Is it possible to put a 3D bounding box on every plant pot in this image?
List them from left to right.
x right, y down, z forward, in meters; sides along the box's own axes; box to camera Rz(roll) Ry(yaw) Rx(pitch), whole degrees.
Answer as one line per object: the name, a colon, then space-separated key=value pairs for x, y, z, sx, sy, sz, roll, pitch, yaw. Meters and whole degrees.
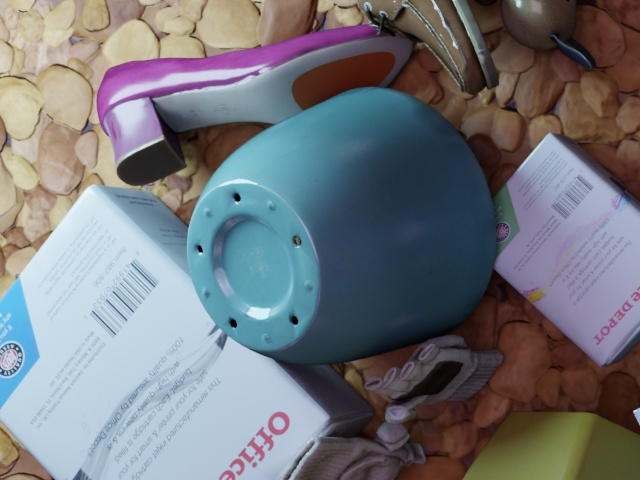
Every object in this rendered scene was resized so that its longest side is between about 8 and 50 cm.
plant pot: x=0.000 y=0.000 z=1.879 sx=0.293 sy=0.235 sz=0.293 roll=14 pitch=112 yaw=37
plant pot: x=0.264 y=0.287 z=1.825 sx=0.212 sy=0.212 sz=0.187 roll=-8 pitch=60 yaw=59

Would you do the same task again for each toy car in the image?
toy car: x=0.245 y=-0.265 z=1.897 sx=0.149 sy=0.155 sz=0.188 roll=-34 pitch=88 yaw=16

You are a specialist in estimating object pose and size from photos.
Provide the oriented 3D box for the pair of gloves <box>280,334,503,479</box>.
pair of gloves: x=0.084 y=0.200 z=1.914 sx=0.240 sy=0.204 sz=0.042 roll=-48 pitch=59 yaw=13

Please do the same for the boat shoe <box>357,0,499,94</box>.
boat shoe: x=0.092 y=-0.264 z=1.937 sx=0.104 sy=0.111 sz=0.307 roll=-26 pitch=56 yaw=-3

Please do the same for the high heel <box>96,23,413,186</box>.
high heel: x=-0.085 y=-0.205 z=2.045 sx=0.377 sy=0.127 sz=0.181 roll=-19 pitch=49 yaw=3

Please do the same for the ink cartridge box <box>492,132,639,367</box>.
ink cartridge box: x=0.285 y=0.011 z=1.902 sx=0.212 sy=0.093 sz=0.154 roll=44 pitch=104 yaw=17

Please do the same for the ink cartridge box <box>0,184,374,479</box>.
ink cartridge box: x=-0.181 y=0.171 z=2.029 sx=0.395 sy=0.166 sz=0.285 roll=44 pitch=104 yaw=16

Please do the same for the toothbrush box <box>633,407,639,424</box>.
toothbrush box: x=0.451 y=0.164 z=1.731 sx=0.216 sy=0.295 sz=0.126 roll=-30 pitch=80 yaw=18
